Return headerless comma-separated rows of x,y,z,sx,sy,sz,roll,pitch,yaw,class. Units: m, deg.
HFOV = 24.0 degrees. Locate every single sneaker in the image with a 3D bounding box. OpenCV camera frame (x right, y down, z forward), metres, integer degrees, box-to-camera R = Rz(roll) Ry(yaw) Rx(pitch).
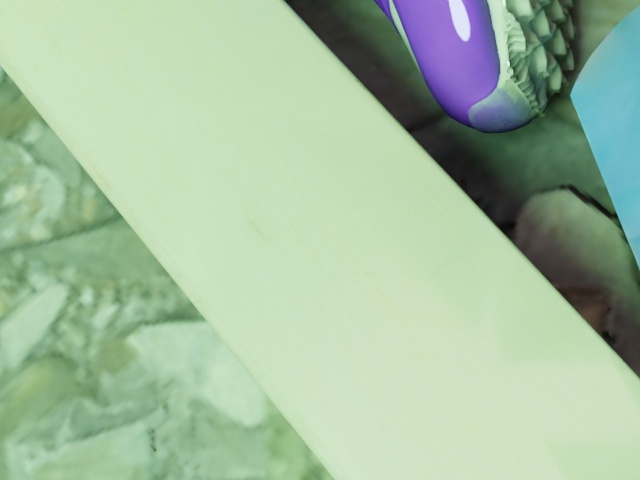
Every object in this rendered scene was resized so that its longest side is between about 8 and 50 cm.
-0.008,-0.156,0.569,0.146,0.102,0.293,-24,71,16,sneaker

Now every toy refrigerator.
0.000,0.000,0.501,0.094,0.102,0.269,-40,67,-5,toy refrigerator

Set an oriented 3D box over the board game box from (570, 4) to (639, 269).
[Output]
0.166,-0.016,0.514,0.133,0.033,0.169,-18,73,-2,board game box
